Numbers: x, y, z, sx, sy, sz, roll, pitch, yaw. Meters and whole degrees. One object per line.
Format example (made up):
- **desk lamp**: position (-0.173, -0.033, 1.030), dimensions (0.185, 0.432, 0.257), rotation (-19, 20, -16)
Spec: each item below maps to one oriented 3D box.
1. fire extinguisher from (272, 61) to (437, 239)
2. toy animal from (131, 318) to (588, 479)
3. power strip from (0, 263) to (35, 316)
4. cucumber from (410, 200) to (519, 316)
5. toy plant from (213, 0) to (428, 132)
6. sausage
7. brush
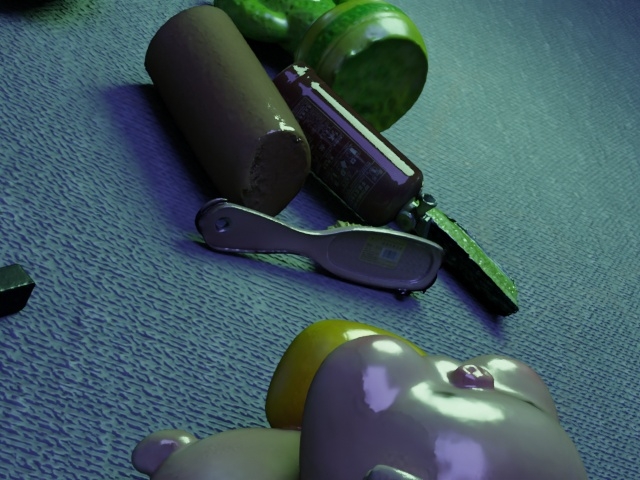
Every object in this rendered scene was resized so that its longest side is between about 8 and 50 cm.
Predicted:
- **fire extinguisher**: position (0.041, -0.094, 1.215), dimensions (0.269, 0.105, 0.105), rotation (43, 33, 9)
- **toy animal**: position (0.039, 0.159, 0.702), dimensions (0.345, 0.247, 0.278), rotation (2, 63, -22)
- **power strip**: position (-0.285, 0.048, 0.804), dimensions (0.029, 0.038, 0.111), rotation (47, 33, 19)
- **cucumber**: position (0.175, 0.012, 1.264), dimensions (0.220, 0.046, 0.070), rotation (47, 32, 15)
- **toy plant**: position (0.001, -0.294, 1.390), dimensions (0.224, 0.185, 0.316), rotation (-16, 46, -31)
- **sausage**: position (-0.103, -0.147, 1.138), dimensions (0.123, 0.123, 0.253), rotation (-1, 48, -43)
- **brush**: position (-0.001, 0.001, 1.112), dimensions (0.312, 0.072, 0.067), rotation (11, 17, -28)
